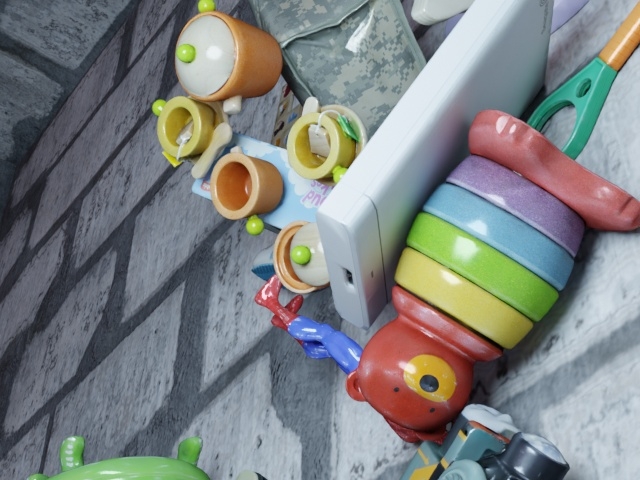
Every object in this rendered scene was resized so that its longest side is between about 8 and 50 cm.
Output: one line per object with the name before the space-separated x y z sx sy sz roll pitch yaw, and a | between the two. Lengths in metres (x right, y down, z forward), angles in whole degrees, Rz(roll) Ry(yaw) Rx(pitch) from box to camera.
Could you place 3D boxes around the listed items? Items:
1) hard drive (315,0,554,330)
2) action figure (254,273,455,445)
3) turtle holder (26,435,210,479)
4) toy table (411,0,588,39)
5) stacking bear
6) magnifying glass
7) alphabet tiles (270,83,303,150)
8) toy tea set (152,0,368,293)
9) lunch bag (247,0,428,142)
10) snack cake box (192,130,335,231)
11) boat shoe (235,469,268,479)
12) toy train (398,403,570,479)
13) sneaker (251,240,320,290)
hard drive | 0.122 -0.099 1.106 0.353 0.047 0.233 -54 -21 -19
action figure | 0.068 0.108 1.187 0.139 0.091 0.280 -44 54 -7
turtle holder | -0.268 0.397 1.416 0.320 0.243 0.227 -31 57 34
toy table | 0.197 -0.329 1.318 0.274 0.161 0.252 -31 41 47
stacking bear | 0.138 0.046 1.043 0.289 0.175 0.164 -58 11 0
magnifying glass | 0.282 -0.164 1.158 0.231 0.026 0.092 -54 27 18
alphabet tiles | -0.023 -0.196 1.775 0.198 0.009 0.237 -31 41 48
toy tea set | -0.074 -0.095 1.168 0.336 0.124 0.200 46 117 28
lunch bag | 0.046 -0.208 1.388 0.169 0.287 0.235 -28 36 2
snack cake box | 0.000 -0.037 1.298 0.264 0.152 0.089 22 85 35
boat shoe | -0.094 0.349 1.362 0.049 0.042 0.133 2 66 40
toy train | 0.092 0.297 0.966 0.334 0.142 0.190 -61 16 5
sneaker | 0.000 0.000 1.465 0.229 0.087 0.092 -24 47 40
